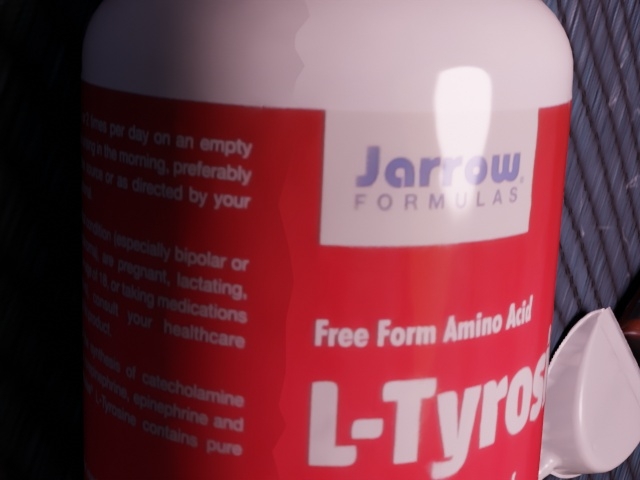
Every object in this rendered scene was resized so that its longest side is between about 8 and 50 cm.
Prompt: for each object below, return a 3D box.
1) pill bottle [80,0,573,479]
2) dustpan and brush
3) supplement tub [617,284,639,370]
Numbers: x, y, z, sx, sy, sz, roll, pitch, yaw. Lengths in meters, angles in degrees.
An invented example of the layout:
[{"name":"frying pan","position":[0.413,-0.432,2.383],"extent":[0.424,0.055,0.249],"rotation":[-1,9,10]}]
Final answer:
[{"name":"pill bottle","position":[0.000,0.000,0.545],"extent":[0.229,0.229,0.407],"rotation":[-13,110,-48]},{"name":"dustpan and brush","position":[0.221,0.179,1.014],"extent":[0.211,0.060,0.147],"rotation":[-54,125,-36]},{"name":"supplement tub","position":[0.367,0.060,1.109],"extent":[0.198,0.106,0.106],"rotation":[-50,134,-30]}]
